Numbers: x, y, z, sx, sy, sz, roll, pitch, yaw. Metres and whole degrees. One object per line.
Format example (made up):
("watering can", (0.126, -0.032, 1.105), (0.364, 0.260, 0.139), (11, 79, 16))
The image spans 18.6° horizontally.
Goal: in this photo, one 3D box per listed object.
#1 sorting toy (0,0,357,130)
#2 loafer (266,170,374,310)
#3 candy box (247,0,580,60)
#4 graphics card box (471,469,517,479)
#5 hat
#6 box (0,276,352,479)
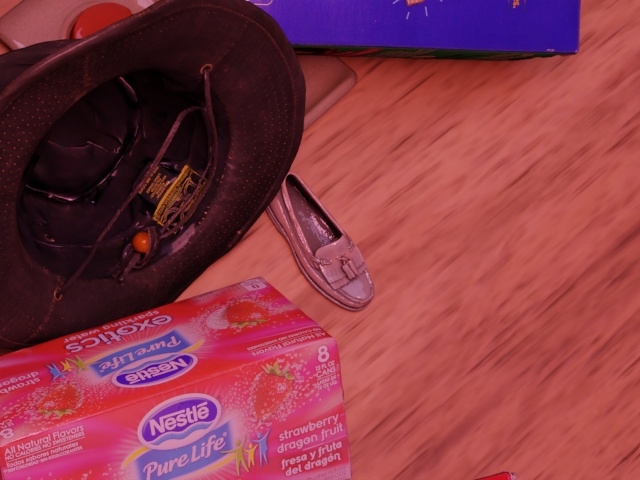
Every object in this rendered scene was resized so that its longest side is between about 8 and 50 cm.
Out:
("sorting toy", (-0.080, -0.182, 1.582), (0.229, 0.041, 0.307), (46, 64, 3))
("loafer", (0.000, 0.000, 1.538), (0.045, 0.039, 0.125), (-35, 83, -26))
("candy box", (0.052, -0.279, 1.537), (0.317, 0.122, 0.268), (-1, 94, -28))
("graphics card box", (-0.004, 0.320, 1.386), (0.371, 0.094, 0.233), (-12, 74, -22))
("hat", (-0.166, -0.073, 1.395), (0.331, 0.331, 0.134), (-34, 58, -25))
("box", (-0.120, 0.132, 1.378), (0.257, 0.128, 0.123), (-16, 117, -22))
